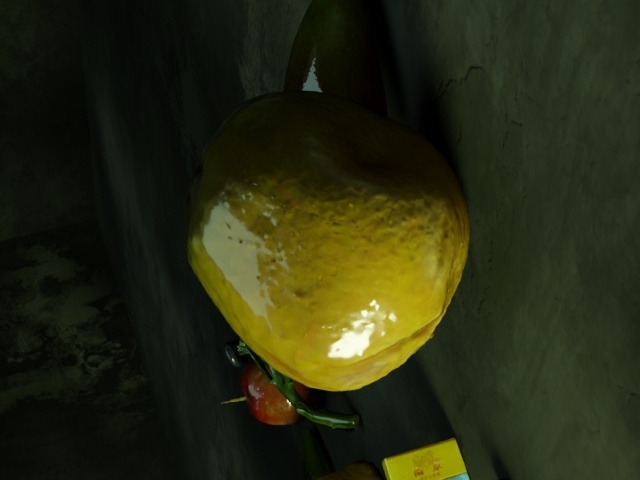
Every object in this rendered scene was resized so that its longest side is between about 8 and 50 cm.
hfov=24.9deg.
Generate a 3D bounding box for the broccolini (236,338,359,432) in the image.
[{"bbox_3d":[-0.013,0.178,2.069,0.271,0.062,0.123,39,100,42],"label":"broccolini"}]

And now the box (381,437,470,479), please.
[{"bbox_3d":[0.131,0.300,1.573,0.023,0.087,0.155,107,146,-69],"label":"box"}]

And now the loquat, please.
[{"bbox_3d":[0.000,0.000,1.391,0.284,0.276,0.276,30,159,1],"label":"loquat"}]

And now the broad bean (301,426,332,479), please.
[{"bbox_3d":[0.018,0.407,2.185,0.297,0.043,0.060,64,143,37],"label":"broad bean"}]

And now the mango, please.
[{"bbox_3d":[0.015,-0.144,1.562,0.133,0.111,0.267,-111,17,-72],"label":"mango"}]

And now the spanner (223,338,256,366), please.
[{"bbox_3d":[-0.111,0.176,2.295,0.316,0.024,0.087,-1,-114,-83],"label":"spanner"}]

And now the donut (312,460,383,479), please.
[{"bbox_3d":[0.029,0.390,2.014,0.259,0.101,0.152,108,151,-56],"label":"donut"}]

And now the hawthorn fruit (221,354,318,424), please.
[{"bbox_3d":[-0.065,0.222,2.186,0.125,0.140,0.125,53,-165,-21],"label":"hawthorn fruit"}]

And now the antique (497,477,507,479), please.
[{"bbox_3d":[0.214,0.310,1.413,0.192,0.015,0.031,-119,22,-46],"label":"antique"}]
